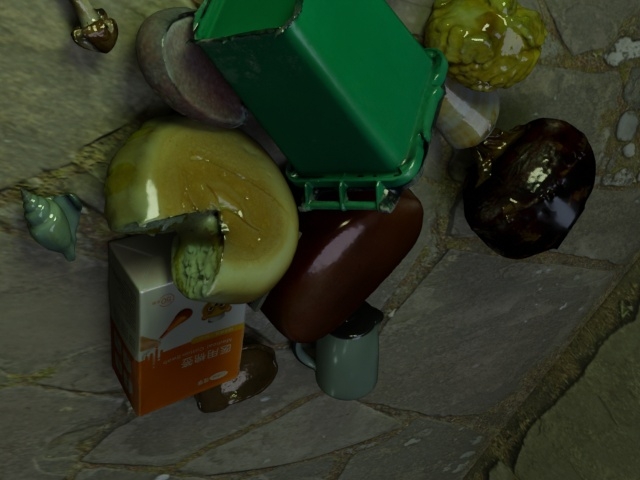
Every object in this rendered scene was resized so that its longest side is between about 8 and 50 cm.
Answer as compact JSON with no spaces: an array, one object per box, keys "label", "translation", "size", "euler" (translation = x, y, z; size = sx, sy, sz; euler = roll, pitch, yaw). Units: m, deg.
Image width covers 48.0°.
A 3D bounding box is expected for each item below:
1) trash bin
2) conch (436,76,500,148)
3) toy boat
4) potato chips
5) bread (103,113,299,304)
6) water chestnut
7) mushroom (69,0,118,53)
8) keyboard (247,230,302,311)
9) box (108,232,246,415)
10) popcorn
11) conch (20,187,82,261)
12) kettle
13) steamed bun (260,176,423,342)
[{"label":"trash bin","translation":[-0.001,-0.244,1.087],"size":[0.381,0.259,0.295],"euler":[41,60,-46]},{"label":"conch","translation":[0.293,-0.275,1.479],"size":[0.255,0.127,0.158],"euler":[21,111,-50]},{"label":"toy boat","translation":[-0.190,-0.258,1.080],"size":[0.227,0.085,0.155],"euler":[21,80,-56]},{"label":"potato chips","translation":[-0.201,0.304,1.641],"size":[0.195,0.062,0.208],"euler":[23,110,-45]},{"label":"bread","translation":[-0.187,-0.049,1.161],"size":[0.332,0.333,0.160],"euler":[0,165,-43]},{"label":"water chestnut","translation":[0.453,-0.147,1.656],"size":[0.335,0.347,0.335],"euler":[-51,-179,1]},{"label":"mushroom","translation":[-0.325,-0.319,0.929],"size":[0.061,0.060,0.187],"euler":[-38,140,-9]},{"label":"keyboard","translation":[-0.090,0.045,1.272],"size":[0.017,0.055,0.166],"euler":[15,108,-52]},{"label":"box","translation":[-0.269,0.146,1.358],"size":[0.224,0.143,0.341],"euler":[-17,135,-31]},{"label":"popcorn","translation":[0.309,-0.392,1.354],"size":[0.225,0.203,0.200],"euler":[-7,153,13]},{"label":"conch","translation":[-0.420,-0.033,1.124],"size":[0.065,0.088,0.180],"euler":[3,148,11]},{"label":"kettle","translation":[0.039,0.258,1.756],"size":[0.221,0.161,0.237],"euler":[-1,133,-2]},{"label":"steamed bun","translation":[0.000,0.000,1.384],"size":[0.379,0.235,0.248],"euler":[-48,146,9]}]
